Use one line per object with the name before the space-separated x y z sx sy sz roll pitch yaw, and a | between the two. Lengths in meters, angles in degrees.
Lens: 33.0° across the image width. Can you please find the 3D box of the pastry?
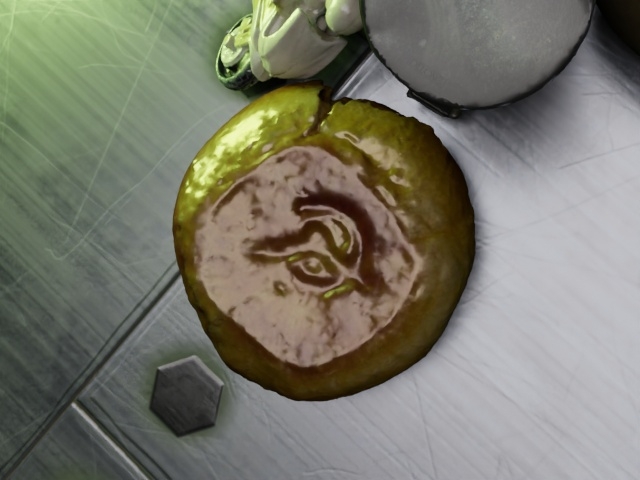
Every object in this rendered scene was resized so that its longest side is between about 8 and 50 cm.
pastry | 0.000 0.000 1.187 0.356 0.164 0.355 -1 84 9

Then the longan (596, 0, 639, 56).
longan | 0.395 -0.301 1.046 0.297 0.297 0.297 -1 87 13

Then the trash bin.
trash bin | 0.161 -0.235 1.065 0.203 0.301 0.252 33 103 5

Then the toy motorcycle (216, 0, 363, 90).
toy motorcycle | 0.005 -0.300 1.184 0.340 0.108 0.223 -60 34 5
